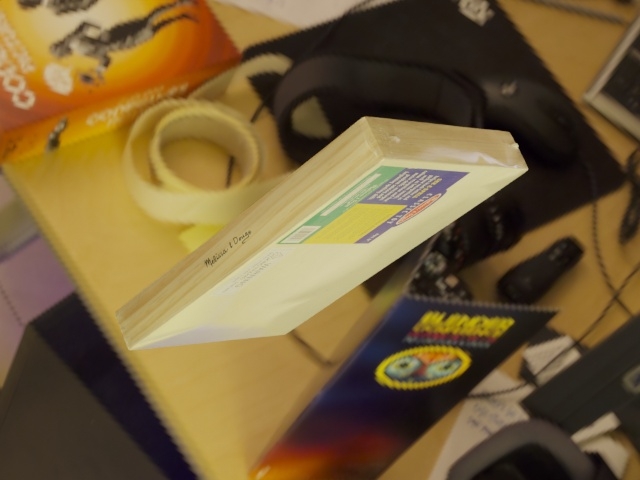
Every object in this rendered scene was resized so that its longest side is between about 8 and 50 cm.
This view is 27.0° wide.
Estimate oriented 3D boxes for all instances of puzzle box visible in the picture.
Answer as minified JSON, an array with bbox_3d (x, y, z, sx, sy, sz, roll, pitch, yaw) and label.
[{"bbox_3d":[0.000,0.000,1.462,0.272,0.409,0.052,0,60,-51],"label":"puzzle box"}]
